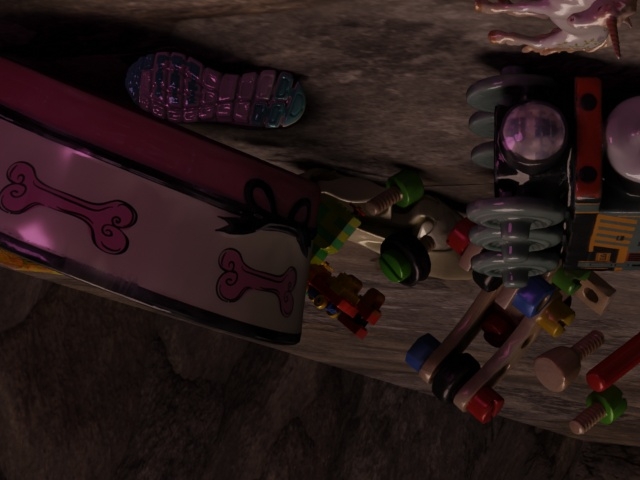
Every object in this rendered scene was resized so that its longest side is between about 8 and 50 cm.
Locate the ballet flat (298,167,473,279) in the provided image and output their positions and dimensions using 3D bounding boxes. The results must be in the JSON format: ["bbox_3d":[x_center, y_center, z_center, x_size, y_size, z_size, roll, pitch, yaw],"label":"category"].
[{"bbox_3d":[0.081,-0.023,1.958,0.248,0.086,0.086,16,170,-10],"label":"ballet flat"}]

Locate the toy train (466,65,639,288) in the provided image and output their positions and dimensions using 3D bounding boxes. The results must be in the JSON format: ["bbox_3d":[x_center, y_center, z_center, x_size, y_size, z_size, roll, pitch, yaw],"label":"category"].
[{"bbox_3d":[0.216,-0.049,1.484,0.190,0.142,0.334,-1,167,6],"label":"toy train"}]

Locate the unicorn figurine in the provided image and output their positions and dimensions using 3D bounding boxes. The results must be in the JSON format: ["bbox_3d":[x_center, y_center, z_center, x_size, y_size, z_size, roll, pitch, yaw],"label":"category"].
[{"bbox_3d":[0.159,-0.151,1.189,0.111,0.060,0.162,9,-174,19],"label":"unicorn figurine"}]

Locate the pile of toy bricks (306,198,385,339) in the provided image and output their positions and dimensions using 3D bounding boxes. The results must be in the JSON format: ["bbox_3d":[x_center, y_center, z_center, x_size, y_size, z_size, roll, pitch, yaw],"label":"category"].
[{"bbox_3d":[0.000,0.000,1.868,0.212,0.105,0.118,40,-178,40],"label":"pile of toy bricks"}]

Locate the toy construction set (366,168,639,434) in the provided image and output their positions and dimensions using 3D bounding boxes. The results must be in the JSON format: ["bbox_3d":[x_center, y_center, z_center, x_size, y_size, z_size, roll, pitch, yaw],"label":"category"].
[{"bbox_3d":[0.245,0.051,1.862,0.237,0.257,0.309,-32,-142,-31],"label":"toy construction set"}]

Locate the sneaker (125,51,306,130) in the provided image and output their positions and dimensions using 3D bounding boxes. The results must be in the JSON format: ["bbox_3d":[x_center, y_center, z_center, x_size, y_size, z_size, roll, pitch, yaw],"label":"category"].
[{"bbox_3d":[-0.092,-0.125,1.628,0.166,0.065,0.076,13,174,9],"label":"sneaker"}]

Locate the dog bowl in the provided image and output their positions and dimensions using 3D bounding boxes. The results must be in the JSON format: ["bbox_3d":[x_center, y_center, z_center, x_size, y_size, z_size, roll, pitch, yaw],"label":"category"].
[{"bbox_3d":[-0.181,-0.047,1.692,0.408,0.150,0.408,22,-177,-1],"label":"dog bowl"}]

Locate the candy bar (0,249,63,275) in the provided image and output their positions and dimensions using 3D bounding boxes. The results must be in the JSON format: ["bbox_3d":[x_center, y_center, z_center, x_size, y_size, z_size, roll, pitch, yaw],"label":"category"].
[{"bbox_3d":[-0.249,0.020,1.611,0.040,0.018,0.161,23,-178,16],"label":"candy bar"}]
